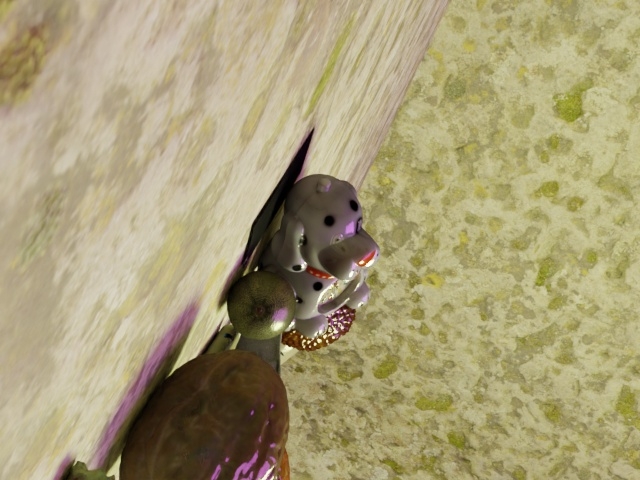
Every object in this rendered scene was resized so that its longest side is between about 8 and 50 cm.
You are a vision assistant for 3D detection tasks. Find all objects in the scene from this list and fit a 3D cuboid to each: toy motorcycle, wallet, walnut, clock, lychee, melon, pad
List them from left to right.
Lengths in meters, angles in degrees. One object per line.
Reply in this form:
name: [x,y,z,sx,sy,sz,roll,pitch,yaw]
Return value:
wallet: [-0.172,0.207,1.227,0.155,0.039,0.110,-60,173,-52]
walnut: [-0.123,0.224,0.959,0.230,0.178,0.178,-62,177,-34]
toy motorcycle: [-0.105,0.199,1.375,0.157,0.091,0.263,73,22,-81]
melon: [-0.082,0.089,1.162,0.098,0.098,0.130,-63,-176,6]
pad: [-0.056,-0.059,1.144,0.193,0.004,0.116,-61,177,-33]
lychee: [-0.030,0.123,1.609,0.194,0.194,0.194,-62,177,-6]
clock: [0.001,0.003,1.227,0.189,0.189,0.254,-60,173,-35]

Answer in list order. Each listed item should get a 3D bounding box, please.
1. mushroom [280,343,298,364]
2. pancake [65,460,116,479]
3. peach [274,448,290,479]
mushroom: [-0.078,0.196,1.801,0.350,0.128,0.128,-55,176,-5]
pancake: [-0.265,0.321,0.620,0.197,0.054,0.376,-63,179,39]
peach: [-0.158,0.463,1.652,0.232,0.257,0.232,24,90,-85]
